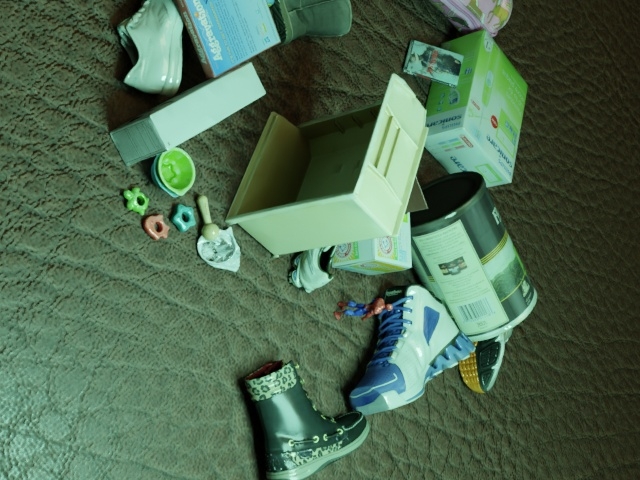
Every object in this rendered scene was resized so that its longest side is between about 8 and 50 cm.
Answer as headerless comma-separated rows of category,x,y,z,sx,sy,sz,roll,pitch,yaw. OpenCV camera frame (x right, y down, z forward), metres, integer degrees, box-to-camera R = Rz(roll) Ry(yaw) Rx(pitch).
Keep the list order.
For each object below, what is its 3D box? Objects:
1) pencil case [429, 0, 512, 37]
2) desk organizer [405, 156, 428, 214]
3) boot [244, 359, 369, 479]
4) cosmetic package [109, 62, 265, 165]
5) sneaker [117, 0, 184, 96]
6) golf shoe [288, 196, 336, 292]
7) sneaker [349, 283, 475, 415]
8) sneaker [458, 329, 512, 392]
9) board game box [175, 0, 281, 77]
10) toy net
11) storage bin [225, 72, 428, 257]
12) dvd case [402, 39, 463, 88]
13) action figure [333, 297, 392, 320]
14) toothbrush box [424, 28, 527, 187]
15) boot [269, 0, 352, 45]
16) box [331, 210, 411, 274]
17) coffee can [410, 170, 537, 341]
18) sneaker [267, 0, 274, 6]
pencil case,0.264,-0.574,1.903,0.386,0.160,0.167,25,92,-45
desk organizer,0.160,-0.118,1.591,0.047,0.050,0.130,-38,111,-47
boot,-0.018,0.271,1.428,0.236,0.085,0.179,-20,94,-49
cosmetic package,-0.194,-0.193,1.322,0.239,0.098,0.060,-41,113,-47
sneaker,-0.255,-0.321,1.310,0.094,0.080,0.212,5,71,-25
golf shoe,0.000,0.000,1.513,0.069,0.086,0.176,20,65,-43
sneaker,0.143,0.184,1.623,0.315,0.127,0.182,-27,91,-46
sneaker,0.370,0.206,1.891,0.121,0.099,0.263,38,56,-43
board game box,-0.162,-0.399,1.307,0.145,0.027,0.281,-37,118,-34
toy net,-0.189,-0.025,1.329,0.232,0.045,0.122,50,47,-30
storage bin,0.018,-0.120,1.424,0.123,0.262,0.260,44,51,-35
dvd case,0.240,-0.376,1.881,0.119,0.013,0.087,17,61,0
action figure,0.078,0.121,1.550,0.030,0.115,0.038,53,47,-27
toothbrush box,0.342,-0.285,1.952,0.206,0.122,0.283,41,54,-36
boot,-0.029,-0.449,1.594,0.208,0.076,0.190,-29,116,-42
box,0.091,-0.047,1.614,0.114,0.103,0.203,12,72,-48
coffee can,0.281,0.032,1.743,0.201,0.201,0.275,-50,119,-43
sneaker,-0.189,-0.446,1.375,0.319,0.127,0.208,6,94,-31
